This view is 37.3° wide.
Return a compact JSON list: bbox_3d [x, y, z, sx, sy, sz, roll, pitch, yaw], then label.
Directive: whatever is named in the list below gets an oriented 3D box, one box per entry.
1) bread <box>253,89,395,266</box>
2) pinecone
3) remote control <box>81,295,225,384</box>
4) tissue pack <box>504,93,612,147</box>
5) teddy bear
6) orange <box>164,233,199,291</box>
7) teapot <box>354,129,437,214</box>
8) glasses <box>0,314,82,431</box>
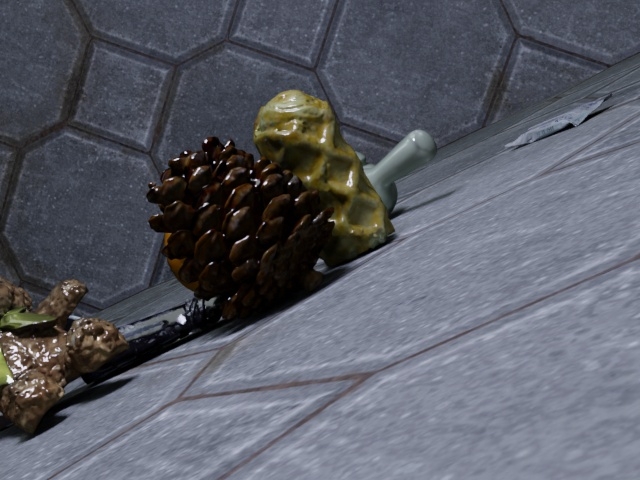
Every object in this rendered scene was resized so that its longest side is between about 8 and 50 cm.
[{"bbox_3d":[-0.002,-0.093,1.389,0.130,0.267,0.152,-37,12,-37],"label":"bread"},{"bbox_3d":[-0.111,-0.015,1.278,0.224,0.273,0.224,-51,-13,-16],"label":"pinecone"},{"bbox_3d":[-0.240,0.129,1.388,0.266,0.066,0.090,-26,6,7],"label":"remote control"},{"bbox_3d":[0.454,-0.226,1.815,0.123,0.026,0.193,-29,5,-31],"label":"tissue pack"},{"bbox_3d":[-0.415,0.128,1.296,0.246,0.222,0.296,-42,7,-29],"label":"teddy bear"},{"bbox_3d":[-0.189,0.001,1.861,0.249,0.183,0.248,-33,44,39],"label":"orange"},{"bbox_3d":[0.079,-0.100,1.700,0.318,0.149,0.220,-21,11,18],"label":"teapot"},{"bbox_3d":[-0.464,0.249,1.499,0.234,0.118,0.268,-21,27,35],"label":"glasses"}]
